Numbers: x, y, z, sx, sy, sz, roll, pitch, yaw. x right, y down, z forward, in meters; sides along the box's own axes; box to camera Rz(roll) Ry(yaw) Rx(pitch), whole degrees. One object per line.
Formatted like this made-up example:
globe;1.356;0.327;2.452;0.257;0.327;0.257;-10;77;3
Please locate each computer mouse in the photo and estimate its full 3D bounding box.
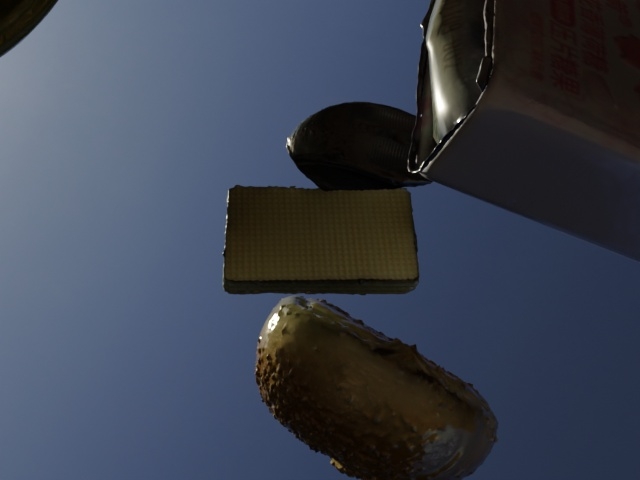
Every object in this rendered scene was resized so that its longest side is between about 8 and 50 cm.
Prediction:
computer mouse;0.037;-0.081;0.590;0.135;0.047;0.079;8;-114;9

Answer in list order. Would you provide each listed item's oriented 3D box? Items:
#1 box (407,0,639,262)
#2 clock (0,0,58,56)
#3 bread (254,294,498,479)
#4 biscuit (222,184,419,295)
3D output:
box;0.245;-0.077;0.500;0.112;0.369;0.190;126;-21;-51
clock;-0.172;-0.174;0.278;0.057;0.237;0.237;26;-93;14
bread;0.050;0.180;0.820;0.305;0.305;0.159;29;-97;33
biscuit;0.000;0.000;0.739;0.199;0.041;0.121;1;-124;-5
